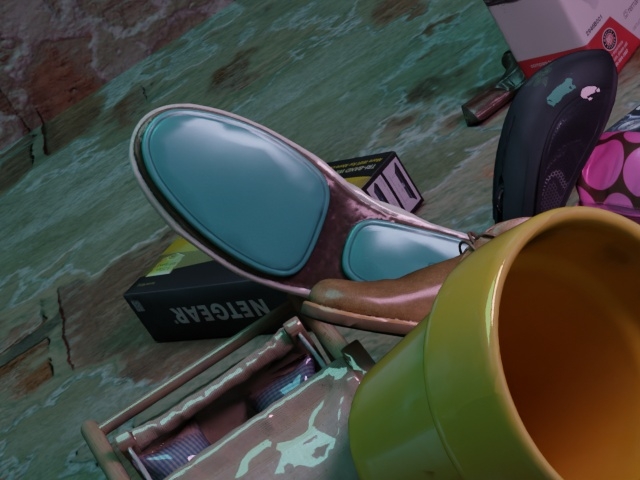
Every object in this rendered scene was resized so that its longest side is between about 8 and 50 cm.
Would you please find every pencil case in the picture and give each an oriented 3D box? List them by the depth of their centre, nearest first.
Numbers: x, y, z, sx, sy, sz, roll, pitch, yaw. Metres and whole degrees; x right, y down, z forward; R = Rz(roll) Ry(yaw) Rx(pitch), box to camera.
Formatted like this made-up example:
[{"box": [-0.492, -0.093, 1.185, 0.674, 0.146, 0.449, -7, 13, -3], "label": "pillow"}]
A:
[{"box": [0.339, -0.050, 1.615, 0.098, 0.095, 0.209, -45, 26, -23], "label": "pencil case"}]

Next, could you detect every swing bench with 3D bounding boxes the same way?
[{"box": [-0.051, 0.201, 1.514, 0.253, 0.165, 0.255, -34, 21, -7], "label": "swing bench"}]

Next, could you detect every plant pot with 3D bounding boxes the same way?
[{"box": [0.155, 0.131, 1.309, 0.239, 0.254, 0.254, -33, 14, 48], "label": "plant pot"}]

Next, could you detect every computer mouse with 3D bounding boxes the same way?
[{"box": [0.209, -0.072, 1.678, 0.188, 0.072, 0.272, -137, 68, -72], "label": "computer mouse"}]

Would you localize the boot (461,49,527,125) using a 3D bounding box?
[{"box": [0.219, -0.195, 2.170, 0.114, 0.037, 0.106, -39, 20, -3], "label": "boot"}]

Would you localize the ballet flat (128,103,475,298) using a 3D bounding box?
[{"box": [0.000, 0.000, 1.588, 0.139, 0.400, 0.139, -157, 90, -84], "label": "ballet flat"}]

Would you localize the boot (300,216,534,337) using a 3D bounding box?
[{"box": [0.130, 0.034, 1.478, 0.305, 0.115, 0.112, 0, 5, -16], "label": "boot"}]

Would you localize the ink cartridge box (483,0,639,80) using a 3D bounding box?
[{"box": [0.289, -0.341, 2.057, 0.114, 0.273, 0.197, -9, 32, 46], "label": "ink cartridge box"}]

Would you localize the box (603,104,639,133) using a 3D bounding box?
[{"box": [0.357, -0.127, 1.851, 0.083, 0.018, 0.067, -37, 22, -10], "label": "box"}]

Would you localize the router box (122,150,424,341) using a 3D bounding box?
[{"box": [-0.060, 0.009, 2.047, 0.309, 0.081, 0.243, -8, 32, 47], "label": "router box"}]
